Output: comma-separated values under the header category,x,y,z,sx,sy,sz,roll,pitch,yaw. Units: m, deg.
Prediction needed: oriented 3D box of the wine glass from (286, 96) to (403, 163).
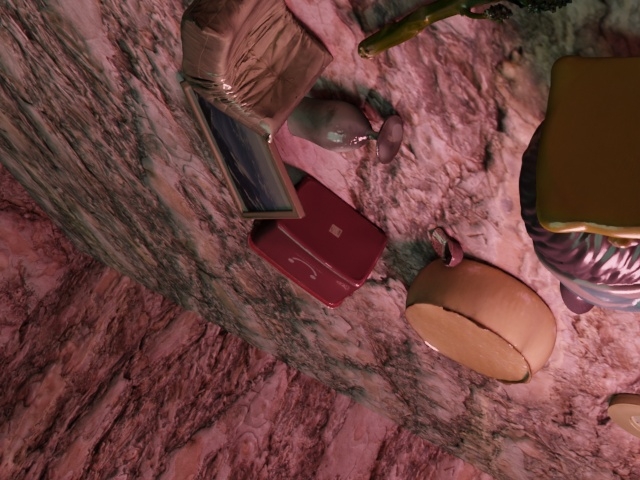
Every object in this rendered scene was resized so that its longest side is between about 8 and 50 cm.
category,x,y,z,sx,sy,sz,roll,pitch,yaw
wine glass,0.039,-0.201,1.323,0.202,0.093,0.093,21,156,30

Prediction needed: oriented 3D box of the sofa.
category,x,y,z,sx,sy,sz,roll,pitch,yaw
sofa,-0.088,-0.302,1.121,0.176,0.210,0.225,34,159,3

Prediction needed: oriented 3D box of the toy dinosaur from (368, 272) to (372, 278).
category,x,y,z,sx,sy,sz,roll,pitch,yaw
toy dinosaur,0.021,0.035,1.878,0.177,0.152,0.194,-5,-161,-37

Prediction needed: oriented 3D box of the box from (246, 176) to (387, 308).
category,x,y,z,sx,sy,sz,roll,pitch,yaw
box,0.000,0.000,1.710,0.294,0.193,0.167,37,151,-10

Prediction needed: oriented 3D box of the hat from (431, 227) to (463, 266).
category,x,y,z,sx,sy,sz,roll,pitch,yaw
hat,0.269,0.011,1.547,0.087,0.042,0.058,68,155,4

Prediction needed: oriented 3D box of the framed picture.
category,x,y,z,sx,sy,sz,roll,pitch,yaw
framed picture,-0.167,-0.197,1.555,0.247,0.022,0.335,1,119,55

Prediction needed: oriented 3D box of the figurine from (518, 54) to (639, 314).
category,x,y,z,sx,sy,sz,roll,pitch,yaw
figurine,0.443,-0.028,0.937,0.361,0.266,0.378,20,164,28

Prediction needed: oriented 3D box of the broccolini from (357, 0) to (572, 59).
category,x,y,z,sx,sy,sz,roll,pitch,yaw
broccolini,0.170,-0.282,0.970,0.079,0.074,0.392,48,154,-18

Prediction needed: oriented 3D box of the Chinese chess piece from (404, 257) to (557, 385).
category,x,y,z,sx,sy,sz,roll,pitch,yaw
Chinese chess piece,0.350,0.179,1.653,0.338,0.141,0.338,30,160,13

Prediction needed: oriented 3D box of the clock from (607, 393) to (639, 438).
category,x,y,z,sx,sy,sz,roll,pitch,yaw
clock,0.788,0.428,1.729,0.234,0.029,0.235,27,159,11
